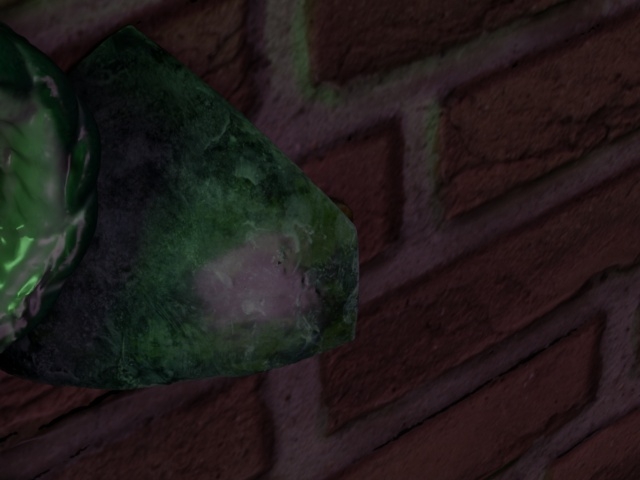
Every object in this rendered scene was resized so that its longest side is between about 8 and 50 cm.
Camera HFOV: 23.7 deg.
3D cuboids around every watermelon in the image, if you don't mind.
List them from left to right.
[{"bbox_3d":[-0.135,-0.026,1.240,0.319,0.214,0.290,-14,95,9],"label":"watermelon"}]

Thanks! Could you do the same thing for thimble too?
[{"bbox_3d":[-0.298,-0.034,1.030,0.288,0.167,0.254,-29,131,-28],"label":"thimble"}]

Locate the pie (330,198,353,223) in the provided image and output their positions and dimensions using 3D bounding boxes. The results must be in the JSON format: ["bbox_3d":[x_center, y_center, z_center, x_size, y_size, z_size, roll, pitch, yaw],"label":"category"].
[{"bbox_3d":[0.000,0.000,1.441,0.085,0.017,0.085,-24,130,-32],"label":"pie"}]
